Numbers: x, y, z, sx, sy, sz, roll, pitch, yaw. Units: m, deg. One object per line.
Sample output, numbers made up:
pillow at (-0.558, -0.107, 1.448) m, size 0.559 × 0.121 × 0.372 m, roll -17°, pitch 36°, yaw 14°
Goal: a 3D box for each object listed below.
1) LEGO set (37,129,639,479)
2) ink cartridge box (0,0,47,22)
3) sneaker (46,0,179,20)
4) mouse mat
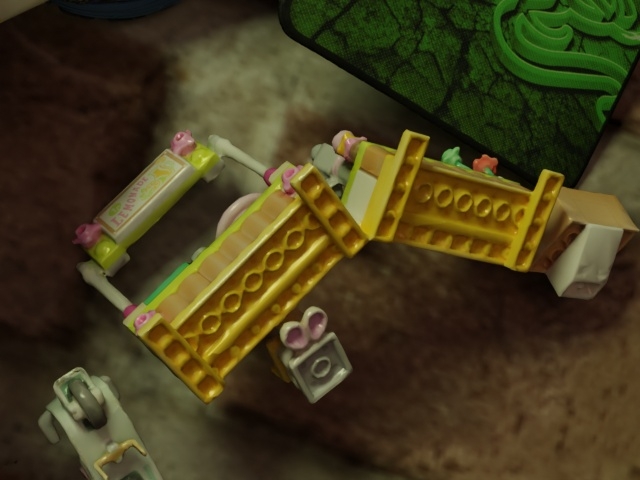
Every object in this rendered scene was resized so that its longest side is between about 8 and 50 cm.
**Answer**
LEGO set at (0.000, 0.000, 0.590) m, size 0.287 × 0.107 × 0.132 m, roll -26°, pitch 123°, yaw -23°
ink cartridge box at (-0.178, -0.104, 0.482) m, size 0.134 × 0.231 × 0.078 m, roll -5°, pitch 111°, yaw 23°
sneaker at (-0.038, -0.168, 0.595) m, size 0.221 × 0.087 × 0.083 m, roll -28°, pitch 88°, yaw -19°
mouse mat at (0.083, -0.122, 0.614) m, size 0.189 × 0.007 × 0.153 m, roll 27°, pitch 88°, yaw -32°
